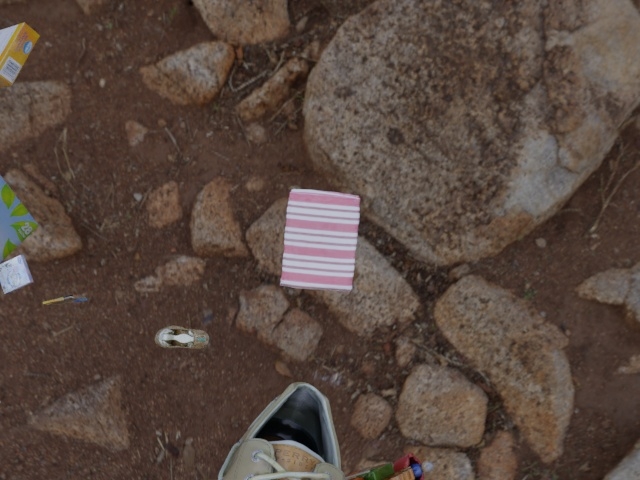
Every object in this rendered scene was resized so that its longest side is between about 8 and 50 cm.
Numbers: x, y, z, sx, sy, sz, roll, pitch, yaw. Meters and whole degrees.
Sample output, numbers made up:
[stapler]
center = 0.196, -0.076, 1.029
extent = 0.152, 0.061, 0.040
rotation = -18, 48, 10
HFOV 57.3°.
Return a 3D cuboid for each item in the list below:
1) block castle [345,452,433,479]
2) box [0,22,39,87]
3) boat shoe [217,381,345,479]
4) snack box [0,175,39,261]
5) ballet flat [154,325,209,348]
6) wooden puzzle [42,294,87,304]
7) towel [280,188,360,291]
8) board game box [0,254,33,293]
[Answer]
[block castle]
center = 0.162, 0.713, 1.424
extent = 0.453, 0.213, 0.302
rotation = 9, 55, -58
[box]
center = -0.426, -0.230, 0.753
extent = 0.136, 0.028, 0.081
rotation = 1, 64, 35
[boat shoe]
center = -0.042, 0.212, 0.479
extent = 0.113, 0.302, 0.103
rotation = 22, 100, -5
[snack box]
center = -0.441, -0.029, 0.648
extent = 0.070, 0.207, 0.174
rotation = 25, 59, 19
[ballet flat]
center = -0.439, 0.295, 1.790
extent = 0.207, 0.067, 0.072
rotation = -5, 76, 25
[wooden puzzle]
center = -0.625, 0.145, 1.437
extent = 0.079, 0.116, 0.014
rotation = -12, 82, -4
[towel]
center = 0.000, 0.000, 1.155
extent = 0.144, 0.029, 0.196
rotation = 6, 85, -3
[board game box]
center = -0.912, 0.101, 1.744
extent = 0.090, 0.020, 0.090
rotation = -23, 82, 7
